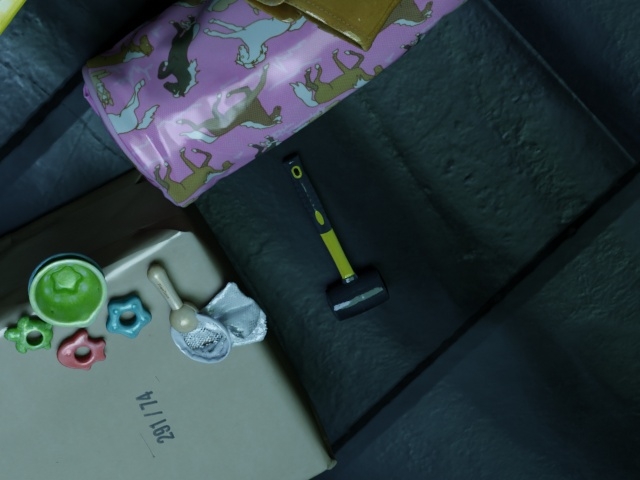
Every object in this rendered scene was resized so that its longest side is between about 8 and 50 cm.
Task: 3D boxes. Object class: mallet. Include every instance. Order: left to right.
[{"bbox_3d":[0.000,0.000,1.804,0.062,0.039,0.190,-32,115,5],"label":"mallet"}]

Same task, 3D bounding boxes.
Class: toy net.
[{"bbox_3d":[-0.157,0.079,1.602,0.232,0.045,0.122,14,111,-21],"label":"toy net"}]

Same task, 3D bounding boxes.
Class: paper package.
[{"bbox_3d":[-0.197,0.139,1.744,0.309,0.168,0.325,-28,120,0],"label":"paper package"}]

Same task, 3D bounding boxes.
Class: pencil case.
[{"bbox_3d":[-0.033,-0.195,1.616,0.386,0.167,0.160,-37,116,6],"label":"pencil case"}]

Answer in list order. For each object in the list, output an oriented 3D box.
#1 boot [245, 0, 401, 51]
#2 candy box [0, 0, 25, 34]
[{"bbox_3d":[-0.031,-0.305,1.505,0.295,0.104,0.211,34,89,17],"label":"boot"},{"bbox_3d":[-0.358,-0.253,1.584,0.206,0.027,0.105,32,103,-26],"label":"candy box"}]
